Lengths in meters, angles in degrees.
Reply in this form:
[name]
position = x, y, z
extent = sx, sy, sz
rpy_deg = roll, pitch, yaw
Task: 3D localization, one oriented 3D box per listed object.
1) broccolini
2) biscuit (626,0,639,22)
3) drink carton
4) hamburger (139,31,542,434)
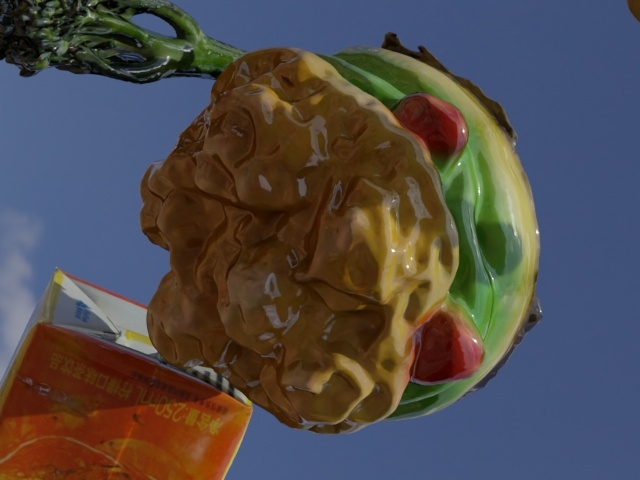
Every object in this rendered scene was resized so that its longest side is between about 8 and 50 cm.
[broccolini]
position = -0.107, -0.110, 0.941
extent = 0.091, 0.202, 0.068
rpy_deg = -44, -131, 33
[biscuit]
position = 0.270, -0.140, 1.027
extent = 0.158, 0.035, 0.240
rpy_deg = -3, -74, 18
[drink carton]
position = -0.180, 0.212, 1.089
extent = 0.111, 0.154, 0.351
rpy_deg = -94, -152, -73
[hamburger]
position = 0.000, 0.000, 0.904
extent = 0.237, 0.149, 0.237
rpy_deg = 7, -79, 40
